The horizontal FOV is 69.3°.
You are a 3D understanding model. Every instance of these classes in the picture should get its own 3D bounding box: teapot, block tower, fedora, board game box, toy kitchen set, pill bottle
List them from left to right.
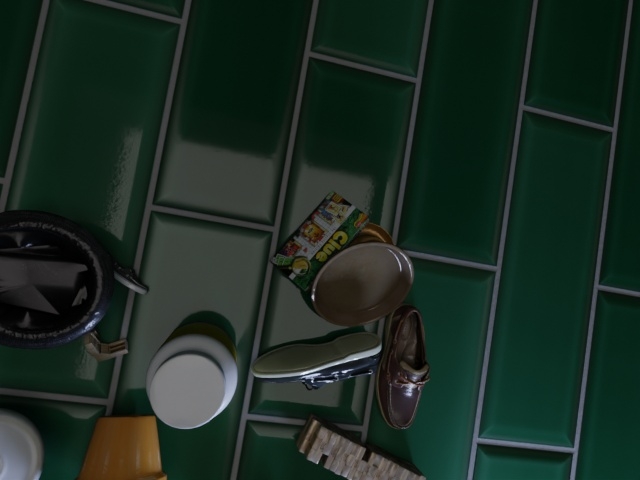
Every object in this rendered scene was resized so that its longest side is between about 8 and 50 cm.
[{"bbox_3d":[-0.752,0.494,1.022,0.253,0.187,0.255,20,65,-36],"label":"teapot"},{"bbox_3d":[-0.644,0.086,1.067,0.334,0.152,0.333,0,89,-14],"label":"fedora"},{"bbox_3d":[-0.524,0.238,1.131,0.075,0.083,0.068,-16,49,-11],"label":"toy kitchen set"},{"bbox_3d":[-0.282,0.292,1.037,0.188,0.334,0.187,1,87,-11],"label":"pill bottle"},{"bbox_3d":[0.000,0.000,1.230,0.136,0.030,0.259,38,80,19],"label":"board game box"},{"bbox_3d":[0.105,0.582,1.224,0.336,0.091,0.097,28,84,-8],"label":"block tower"},{"bbox_3d":[0.120,0.039,1.254,0.195,0.079,0.194,0,88,-10],"label":"fedora"}]

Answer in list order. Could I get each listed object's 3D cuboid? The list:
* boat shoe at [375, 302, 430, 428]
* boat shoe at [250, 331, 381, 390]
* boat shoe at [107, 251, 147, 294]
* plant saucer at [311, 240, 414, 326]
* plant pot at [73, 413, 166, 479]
[{"bbox_3d":[0.228,0.342,1.239,0.123,0.123,0.341,8,86,-10],"label":"boat shoe"},{"bbox_3d":[-0.005,0.331,1.201,0.340,0.127,0.113,-12,113,-14],"label":"boat shoe"},{"bbox_3d":[-0.487,0.082,1.152,0.142,0.049,0.040,36,81,-5],"label":"boat shoe"},{"bbox_3d":[0.107,0.110,1.203,0.278,0.041,0.277,-8,126,-11],"label":"plant saucer"},{"bbox_3d":[-0.459,0.507,1.076,0.205,0.205,0.187,3,72,-11],"label":"plant pot"}]
